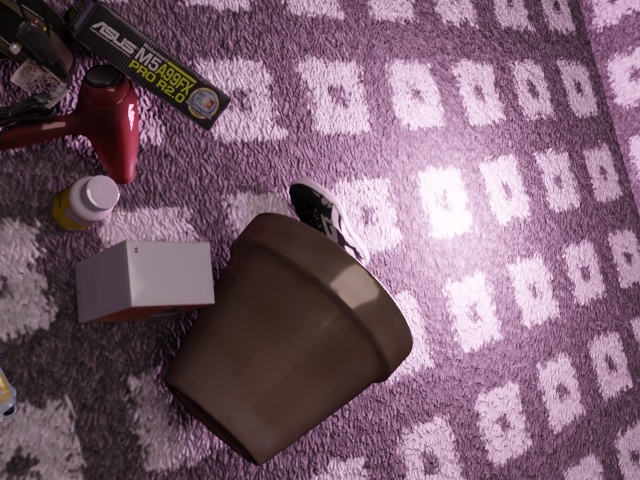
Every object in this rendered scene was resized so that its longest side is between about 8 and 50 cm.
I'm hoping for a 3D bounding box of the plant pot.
[{"bbox_3d":[-0.070,0.168,1.137,0.280,0.323,0.323,-48,111,-20],"label":"plant pot"}]

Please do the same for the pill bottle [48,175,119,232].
[{"bbox_3d":[-0.330,-0.053,1.066,0.065,0.116,0.065,13,69,-39],"label":"pill bottle"}]

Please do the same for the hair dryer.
[{"bbox_3d":[-0.364,-0.171,1.064,0.294,0.224,0.080,36,27,-44],"label":"hair dryer"}]

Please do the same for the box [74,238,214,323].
[{"bbox_3d":[-0.250,0.061,1.067,0.130,0.171,0.090,2,77,-40],"label":"box"}]

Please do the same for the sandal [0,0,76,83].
[{"bbox_3d":[-0.479,-0.307,1.036,0.303,0.086,0.120,26,47,-21],"label":"sandal"}]

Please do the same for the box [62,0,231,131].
[{"bbox_3d":[-0.260,-0.268,1.103,0.216,0.270,0.060,34,95,-28],"label":"box"}]

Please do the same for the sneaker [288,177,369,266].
[{"bbox_3d":[0.000,0.000,1.363,0.216,0.079,0.121,52,49,-19],"label":"sneaker"}]

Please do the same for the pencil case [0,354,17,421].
[{"bbox_3d":[-0.486,0.221,0.854,0.124,0.113,0.273,48,49,8],"label":"pencil case"}]
